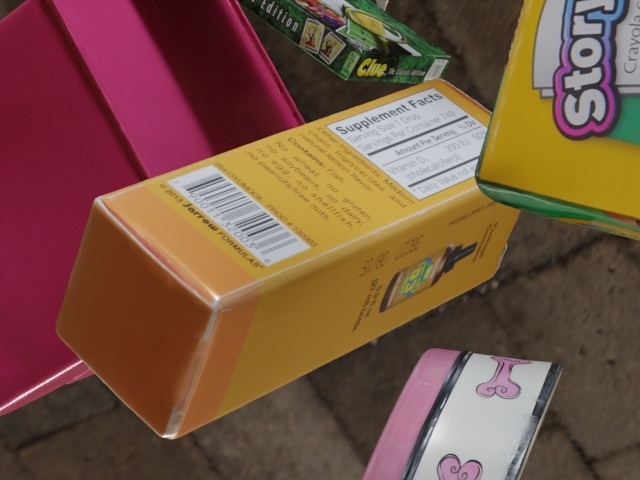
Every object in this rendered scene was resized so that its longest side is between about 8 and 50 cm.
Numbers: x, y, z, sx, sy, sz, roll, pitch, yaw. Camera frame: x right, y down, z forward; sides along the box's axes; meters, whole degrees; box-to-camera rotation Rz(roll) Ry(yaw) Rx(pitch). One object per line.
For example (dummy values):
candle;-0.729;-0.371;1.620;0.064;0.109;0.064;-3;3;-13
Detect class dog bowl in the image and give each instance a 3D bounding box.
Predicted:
dog bowl;0.124;0.298;1.803;0.150;0.408;0.408;21;119;10

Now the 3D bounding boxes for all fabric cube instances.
fabric cube;-0.175;-0.044;1.311;0.258;0.259;0.254;-31;86;29

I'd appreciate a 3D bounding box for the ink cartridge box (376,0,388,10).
ink cartridge box;0.067;-0.337;1.410;0.066;0.232;0.189;-11;157;-13

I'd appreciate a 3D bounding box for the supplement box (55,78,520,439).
supplement box;0.000;0.000;0.722;0.080;0.233;0.078;41;128;26

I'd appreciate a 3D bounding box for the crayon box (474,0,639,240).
crayon box;0.160;-0.122;0.422;0.165;0.081;0.278;18;94;35

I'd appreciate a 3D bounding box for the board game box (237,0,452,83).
board game box;-0.034;-0.195;1.227;0.260;0.136;0.030;38;110;24
